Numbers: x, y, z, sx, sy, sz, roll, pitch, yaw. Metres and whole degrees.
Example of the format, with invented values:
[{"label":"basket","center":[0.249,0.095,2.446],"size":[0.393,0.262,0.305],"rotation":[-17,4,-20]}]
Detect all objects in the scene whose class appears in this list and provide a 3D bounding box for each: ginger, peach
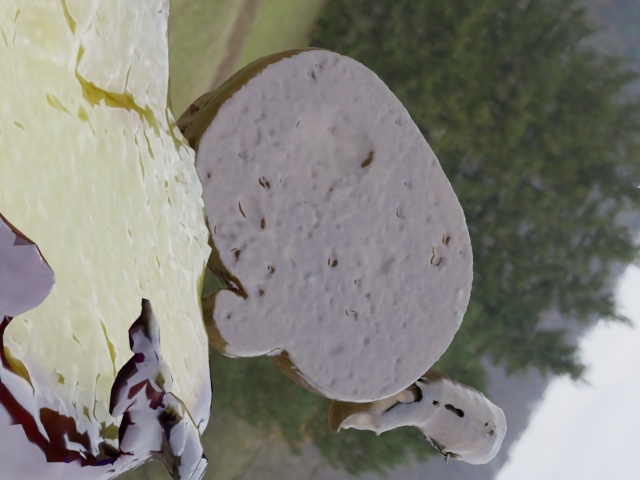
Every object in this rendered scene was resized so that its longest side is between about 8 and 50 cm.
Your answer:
[{"label":"ginger","center":[0.152,0.240,1.842],"size":[0.133,0.309,0.107],"rotation":[-54,-145,24]},{"label":"peach","center":[-0.193,-0.029,0.640],"size":[0.416,0.353,0.339],"rotation":[5,79,-47]}]

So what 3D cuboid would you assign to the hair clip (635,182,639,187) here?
[{"label":"hair clip","center":[0.456,-0.084,1.712],"size":[0.115,0.039,0.030],"rotation":[-11,-179,-21]}]

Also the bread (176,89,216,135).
[{"label":"bread","center":[-0.083,-0.062,1.487],"size":[0.224,0.212,0.142],"rotation":[-29,-155,51]}]

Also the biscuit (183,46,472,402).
[{"label":"biscuit","center":[-0.001,0.000,1.319],"size":[0.314,0.367,0.063],"rotation":[-43,-155,-24]}]
